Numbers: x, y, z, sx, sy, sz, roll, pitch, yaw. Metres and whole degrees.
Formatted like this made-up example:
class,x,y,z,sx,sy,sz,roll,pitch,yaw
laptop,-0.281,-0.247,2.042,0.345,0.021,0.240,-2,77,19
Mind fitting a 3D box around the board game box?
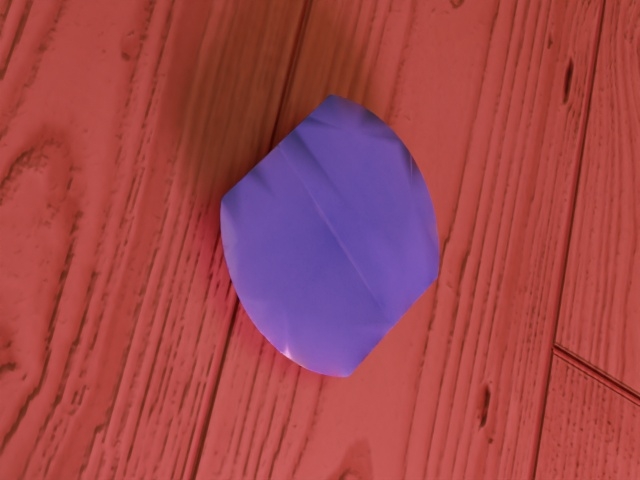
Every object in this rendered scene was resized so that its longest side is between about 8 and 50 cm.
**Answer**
class,x,y,z,sx,sy,sz,roll,pitch,yaw
board game box,0.000,0.000,1.077,0.168,0.033,0.133,-46,111,-36
